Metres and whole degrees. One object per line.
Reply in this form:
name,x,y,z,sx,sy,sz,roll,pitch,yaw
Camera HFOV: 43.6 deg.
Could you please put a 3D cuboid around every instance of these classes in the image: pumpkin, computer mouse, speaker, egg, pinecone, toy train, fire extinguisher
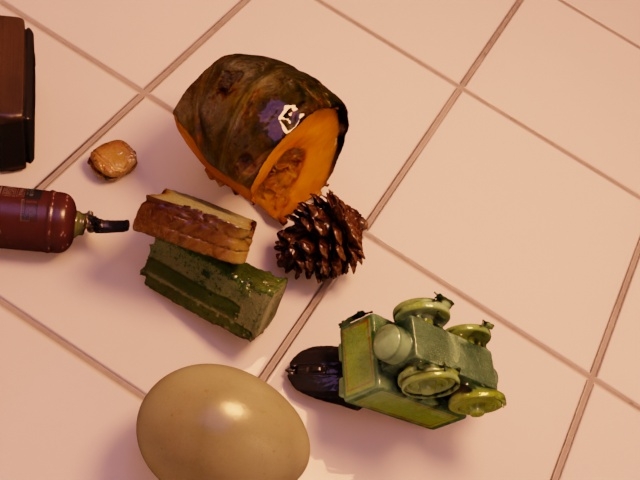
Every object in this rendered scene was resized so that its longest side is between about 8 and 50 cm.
pumpkin,-0.095,-0.191,1.406,0.225,0.303,0.256,34,81,13
computer mouse,0.030,0.219,1.304,0.172,0.057,0.099,10,58,-15
speaker,-0.582,-0.248,1.350,0.192,0.153,0.231,-1,59,-19
egg,-0.134,0.276,1.134,0.254,0.188,0.188,18,54,-14
pinecone,0.000,0.000,1.386,0.174,0.173,0.173,9,56,-13
toy train,0.161,0.197,1.247,0.272,0.188,0.159,27,47,-39
fire extinguisher,-0.476,-0.037,1.258,0.344,0.138,0.102,6,81,-14

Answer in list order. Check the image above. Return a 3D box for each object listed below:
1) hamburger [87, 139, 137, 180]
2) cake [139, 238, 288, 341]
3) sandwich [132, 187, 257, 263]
hamburger,-0.368,-0.143,1.418,0.083,0.044,0.076,-35,76,-31
cake,-0.179,0.074,1.285,0.235,0.100,0.099,21,15,-4
sandwich,-0.197,-0.027,1.306,0.186,0.214,0.065,20,95,-8
